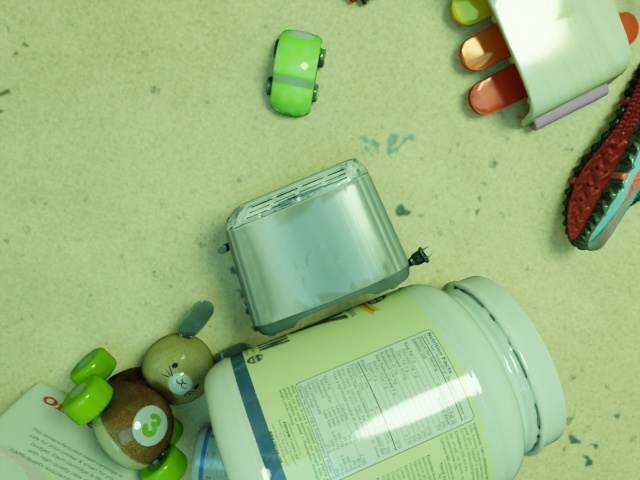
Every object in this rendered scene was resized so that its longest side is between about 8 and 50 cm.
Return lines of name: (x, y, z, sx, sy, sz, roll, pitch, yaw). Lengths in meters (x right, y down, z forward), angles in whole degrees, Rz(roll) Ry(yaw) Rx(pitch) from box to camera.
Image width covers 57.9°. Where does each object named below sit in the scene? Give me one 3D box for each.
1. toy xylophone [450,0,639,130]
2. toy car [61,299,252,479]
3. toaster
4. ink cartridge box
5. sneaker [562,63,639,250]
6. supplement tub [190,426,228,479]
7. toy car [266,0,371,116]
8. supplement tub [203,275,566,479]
toy xylophone: (0.251, -0.292, 0.629, 0.236, 0.081, 0.323, -19, 100, 4)
toy car: (-0.176, 0.167, 0.695, 0.188, 0.149, 0.155, -40, 111, -5)
toaster: (0.000, 0.000, 0.662, 0.226, 0.129, 0.147, -22, 98, 5)
ink cartridge box: (-0.316, 0.309, 0.645, 0.201, 0.278, 0.117, 31, 102, -6)
sneaker: (0.386, -0.091, 0.657, 0.125, 0.104, 0.262, 28, 100, -7)
supplement tub: (-0.107, 0.281, 0.743, 0.107, 0.071, 0.071, 7, 101, -2)
toy car: (-0.015, -0.253, 0.651, 0.238, 0.053, 0.225, 10, 100, -2)
supplement tub: (0.063, 0.187, 0.624, 0.324, 0.235, 0.236, -20, 100, -11)
